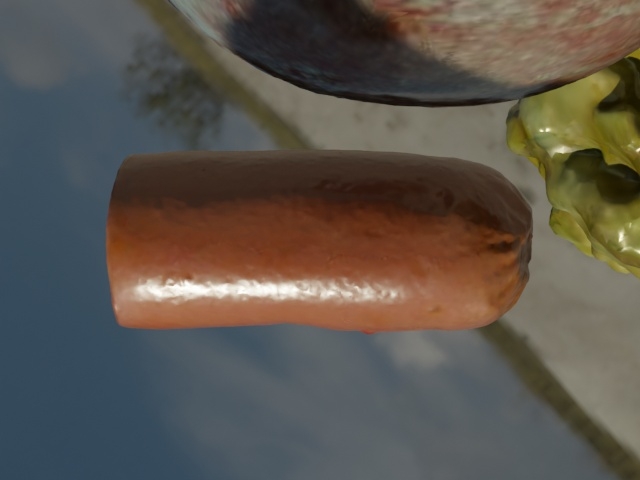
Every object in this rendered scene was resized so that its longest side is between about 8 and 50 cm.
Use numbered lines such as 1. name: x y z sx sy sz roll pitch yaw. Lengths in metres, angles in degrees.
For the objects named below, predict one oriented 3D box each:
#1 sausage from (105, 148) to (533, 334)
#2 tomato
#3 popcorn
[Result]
1. sausage: 0.000 0.000 1.162 0.113 0.259 0.113 0 -90 -85
2. tomato: 0.041 -0.208 0.777 0.317 0.283 0.316 43 149 34
3. popcorn: 0.206 -0.070 0.993 0.259 0.212 0.259 165 90 -73
